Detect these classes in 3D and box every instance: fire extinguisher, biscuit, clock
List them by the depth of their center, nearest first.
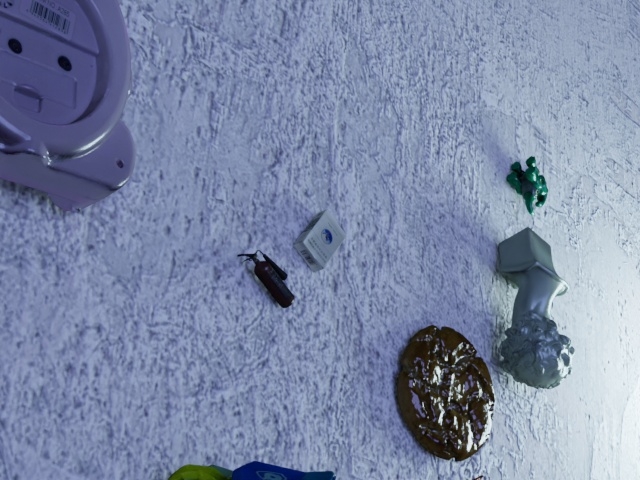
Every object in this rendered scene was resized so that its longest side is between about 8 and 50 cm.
[{"bbox_3d":[-0.341,-0.216,1.216,0.295,0.113,0.322,19,60,-42],"label":"clock"},{"bbox_3d":[-0.067,0.043,1.471,0.100,0.032,0.046,55,54,-26],"label":"fire extinguisher"},{"bbox_3d":[0.201,0.236,1.681,0.226,0.042,0.226,19,62,-41],"label":"biscuit"}]

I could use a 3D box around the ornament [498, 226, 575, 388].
[{"bbox_3d":[0.366,0.113,1.851,0.130,0.120,0.285,18,61,-40],"label":"ornament"}]

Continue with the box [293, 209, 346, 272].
[{"bbox_3d":[0.000,0.000,1.568,0.054,0.024,0.083,52,45,-17],"label":"box"}]

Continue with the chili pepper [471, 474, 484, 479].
[{"bbox_3d":[0.207,0.408,1.629,0.178,0.027,0.045,-47,114,-46],"label":"chili pepper"}]

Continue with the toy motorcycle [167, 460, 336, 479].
[{"bbox_3d":[-0.031,0.374,1.236,0.326,0.200,0.191,57,18,-6],"label":"toy motorcycle"}]

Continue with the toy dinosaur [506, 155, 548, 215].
[{"bbox_3d":[0.398,-0.098,2.021,0.096,0.059,0.132,52,36,-28],"label":"toy dinosaur"}]
